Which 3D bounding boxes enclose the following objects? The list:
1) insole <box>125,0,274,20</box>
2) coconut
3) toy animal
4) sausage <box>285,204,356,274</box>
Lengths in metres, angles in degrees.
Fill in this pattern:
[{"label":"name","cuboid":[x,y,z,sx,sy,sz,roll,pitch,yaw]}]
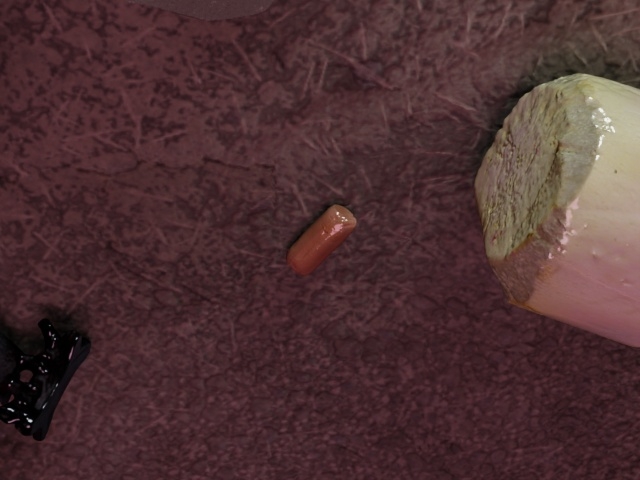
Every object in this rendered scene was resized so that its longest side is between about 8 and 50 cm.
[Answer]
[{"label":"insole","cuboid":[-0.133,-0.228,1.413,0.192,0.010,0.063,7,123,-10]},{"label":"coconut","cuboid":[0.281,-0.023,1.476,0.244,0.239,0.239,20,120,-20]},{"label":"toy animal","cuboid":[-0.346,0.106,1.597,0.210,0.121,0.117,27,164,-5]},{"label":"sausage","cuboid":[0.000,0.000,1.574,0.034,0.034,0.083,32,117,-25]}]
